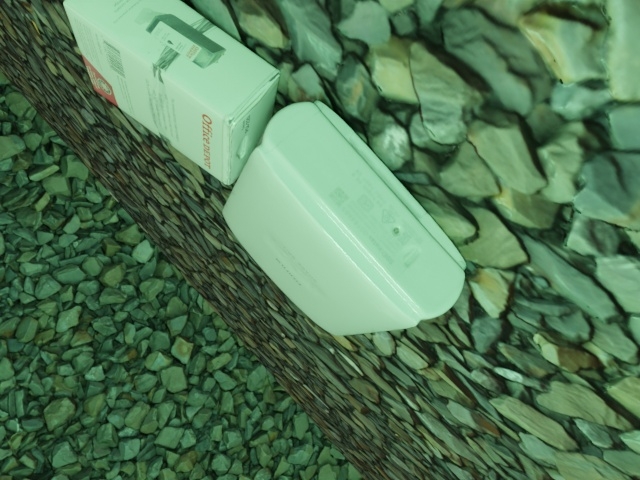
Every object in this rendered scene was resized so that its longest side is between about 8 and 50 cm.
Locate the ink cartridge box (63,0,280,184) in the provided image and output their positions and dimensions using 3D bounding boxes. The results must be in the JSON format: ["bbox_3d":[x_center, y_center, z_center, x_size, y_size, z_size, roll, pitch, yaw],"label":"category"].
[{"bbox_3d":[-0.163,-0.184,0.617,0.218,0.092,0.158,38,158,3],"label":"ink cartridge box"}]

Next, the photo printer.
[{"bbox_3d":[0.000,0.000,0.649,0.256,0.107,0.307,48,159,-4],"label":"photo printer"}]
